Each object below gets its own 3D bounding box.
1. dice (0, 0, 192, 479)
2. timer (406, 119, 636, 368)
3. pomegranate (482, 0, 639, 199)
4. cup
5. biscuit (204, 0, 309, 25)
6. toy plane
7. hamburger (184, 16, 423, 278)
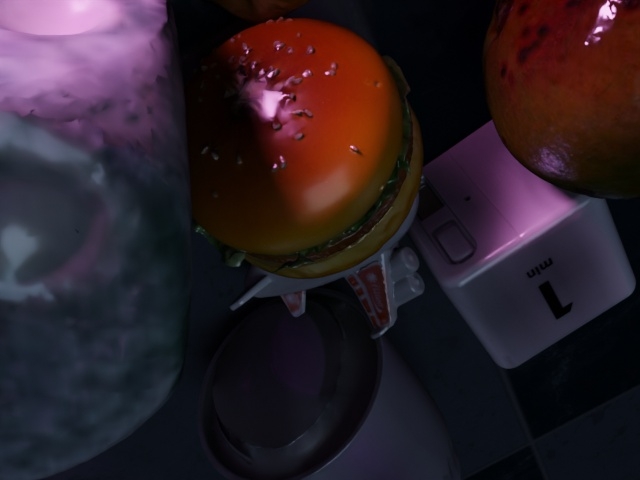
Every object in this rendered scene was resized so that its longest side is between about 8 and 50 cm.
[{"bbox_3d":[-0.275,-0.042,0.509,0.327,0.330,0.348,-3,126,-18],"label":"dice"},{"bbox_3d":[0.225,0.000,0.815,0.194,0.192,0.195,-35,130,8],"label":"timer"},{"bbox_3d":[0.308,-0.176,0.640,0.323,0.291,0.291,7,123,-27],"label":"pomegranate"},{"bbox_3d":[0.035,0.253,0.905,0.253,0.253,0.371,-34,132,7],"label":"cup"},{"bbox_3d":[-0.076,-0.231,0.551,0.174,0.183,0.039,18,83,-32],"label":"biscuit"},{"bbox_3d":[0.002,-0.002,0.757,0.252,0.118,0.252,9,116,20],"label":"toy plane"},{"bbox_3d":[-0.034,-0.087,0.612,0.246,0.246,0.170,-35,154,8],"label":"hamburger"}]
